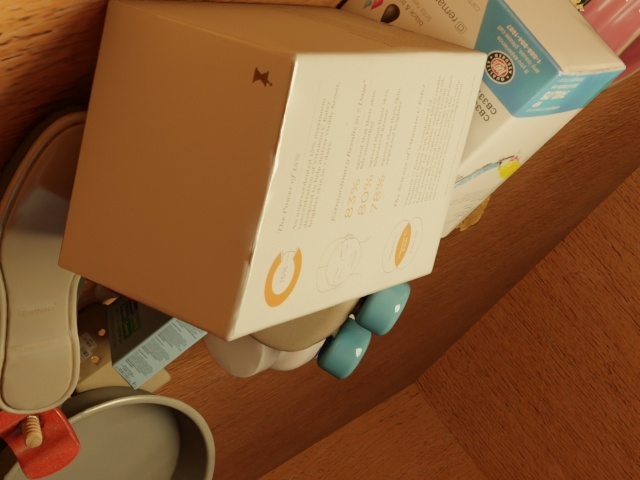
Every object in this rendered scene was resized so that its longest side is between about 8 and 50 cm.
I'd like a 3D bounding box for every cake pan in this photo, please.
[{"bbox_3d":[-0.258,0.284,1.626,0.293,0.054,0.293,-22,132,-26],"label":"cake pan"}]

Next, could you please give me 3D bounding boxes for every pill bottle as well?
[{"bbox_3d":[-0.029,0.086,1.939,0.272,0.152,0.152,-23,161,-45],"label":"pill bottle"}]

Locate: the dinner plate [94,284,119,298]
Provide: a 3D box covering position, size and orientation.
[{"bbox_3d":[-0.190,0.026,1.603,0.141,0.017,0.141,-35,165,-10],"label":"dinner plate"}]

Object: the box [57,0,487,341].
[{"bbox_3d":[-0.026,-0.072,1.172,0.345,0.168,0.215,-13,120,-60],"label":"box"}]

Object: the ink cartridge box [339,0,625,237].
[{"bbox_3d":[0.112,-0.147,1.400,0.270,0.198,0.197,-45,166,27],"label":"ink cartridge box"}]

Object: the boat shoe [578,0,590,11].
[{"bbox_3d":[0.270,-0.245,1.762,0.233,0.079,0.084,-44,164,19],"label":"boat shoe"}]

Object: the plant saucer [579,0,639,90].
[{"bbox_3d":[0.448,-0.316,1.976,0.332,0.084,0.332,-35,167,-9],"label":"plant saucer"}]

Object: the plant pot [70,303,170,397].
[{"bbox_3d":[-0.253,0.134,1.629,0.109,0.109,0.096,-36,155,-7],"label":"plant pot"}]

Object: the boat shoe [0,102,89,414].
[{"bbox_3d":[-0.242,0.006,1.211,0.112,0.095,0.335,-6,134,-28],"label":"boat shoe"}]

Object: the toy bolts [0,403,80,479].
[{"bbox_3d":[-0.378,0.173,1.463,0.228,0.158,0.218,-28,126,-1],"label":"toy bolts"}]

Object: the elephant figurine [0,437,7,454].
[{"bbox_3d":[-0.366,0.269,1.716,0.186,0.239,0.169,-5,-147,31],"label":"elephant figurine"}]

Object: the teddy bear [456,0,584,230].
[{"bbox_3d":[0.174,-0.162,1.668,0.245,0.113,0.338,-24,145,-28],"label":"teddy bear"}]

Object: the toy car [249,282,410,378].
[{"bbox_3d":[0.000,0.000,1.739,0.210,0.219,0.238,-54,-171,49],"label":"toy car"}]

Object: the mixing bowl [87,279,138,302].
[{"bbox_3d":[-0.135,0.002,1.400,0.181,0.098,0.181,-47,173,-7],"label":"mixing bowl"}]

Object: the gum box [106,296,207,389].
[{"bbox_3d":[-0.144,0.057,1.525,0.184,0.041,0.157,-37,-158,5],"label":"gum box"}]
